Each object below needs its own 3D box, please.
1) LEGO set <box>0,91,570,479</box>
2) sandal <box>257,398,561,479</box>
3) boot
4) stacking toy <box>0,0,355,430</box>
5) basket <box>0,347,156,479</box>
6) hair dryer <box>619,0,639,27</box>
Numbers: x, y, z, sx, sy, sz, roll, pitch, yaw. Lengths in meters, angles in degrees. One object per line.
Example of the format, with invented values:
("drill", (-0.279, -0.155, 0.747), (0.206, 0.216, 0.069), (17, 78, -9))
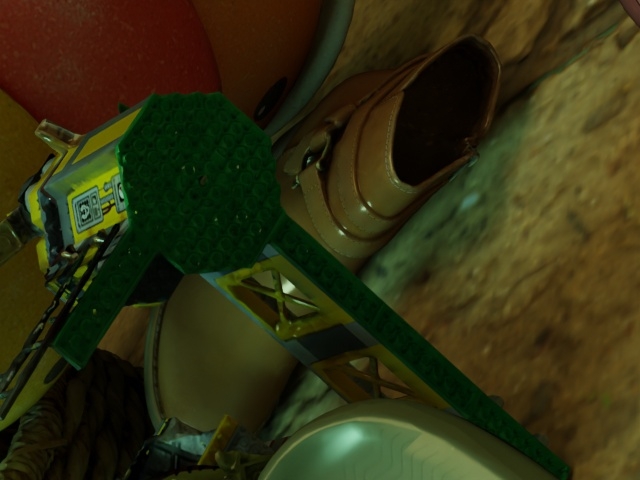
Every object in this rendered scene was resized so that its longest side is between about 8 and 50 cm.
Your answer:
("LEGO set", (-0.084, 0.129, 0.590), (0.192, 0.255, 0.331), (-22, 41, 52))
("sandal", (0.075, 0.129, 0.411), (0.302, 0.086, 0.120), (26, 84, 39))
("boot", (0.000, 0.000, 0.757), (0.152, 0.073, 0.197), (-26, 38, 57))
("stacking toy", (-0.190, -0.019, 0.730), (0.350, 0.350, 0.480), (-36, 28, 40))
("basket", (-0.205, 0.122, 0.836), (0.213, 0.223, 0.299), (-56, 25, 8))
("hair dryer", (0.193, -0.118, 0.529), (0.223, 0.080, 0.293), (-22, 7, -22))
